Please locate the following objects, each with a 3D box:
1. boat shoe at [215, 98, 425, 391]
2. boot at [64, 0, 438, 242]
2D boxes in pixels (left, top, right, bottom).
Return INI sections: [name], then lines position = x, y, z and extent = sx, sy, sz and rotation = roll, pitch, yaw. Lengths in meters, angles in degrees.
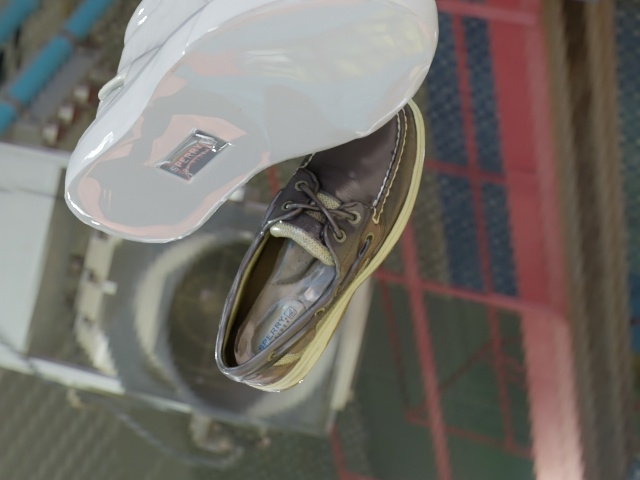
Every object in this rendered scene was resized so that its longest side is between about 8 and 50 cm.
[boat shoe]
position = 0.000, 0.000, 0.831
extent = 0.152, 0.056, 0.049
rotation = -66, -17, 5
[boot]
position = -0.033, -0.097, 0.830
extent = 0.095, 0.258, 0.123
rotation = 26, -121, -26
